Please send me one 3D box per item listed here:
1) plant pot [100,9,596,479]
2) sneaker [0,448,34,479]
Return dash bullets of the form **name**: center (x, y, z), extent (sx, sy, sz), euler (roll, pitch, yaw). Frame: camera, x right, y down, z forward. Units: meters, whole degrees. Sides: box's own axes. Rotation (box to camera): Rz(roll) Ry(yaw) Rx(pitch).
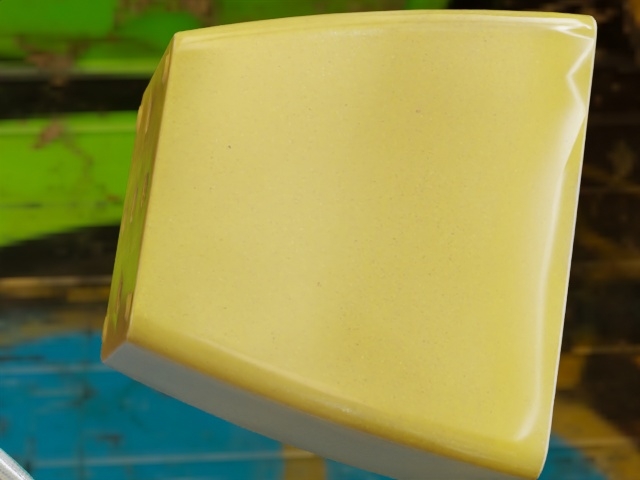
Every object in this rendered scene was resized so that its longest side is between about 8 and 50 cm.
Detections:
- **plant pot**: center (0.000, 0.000, 0.914), extent (0.212, 0.187, 0.212), euler (145, -47, -76)
- **sneaker**: center (-0.134, 0.164, 0.561), extent (0.178, 0.124, 0.295), euler (-37, -121, 36)
